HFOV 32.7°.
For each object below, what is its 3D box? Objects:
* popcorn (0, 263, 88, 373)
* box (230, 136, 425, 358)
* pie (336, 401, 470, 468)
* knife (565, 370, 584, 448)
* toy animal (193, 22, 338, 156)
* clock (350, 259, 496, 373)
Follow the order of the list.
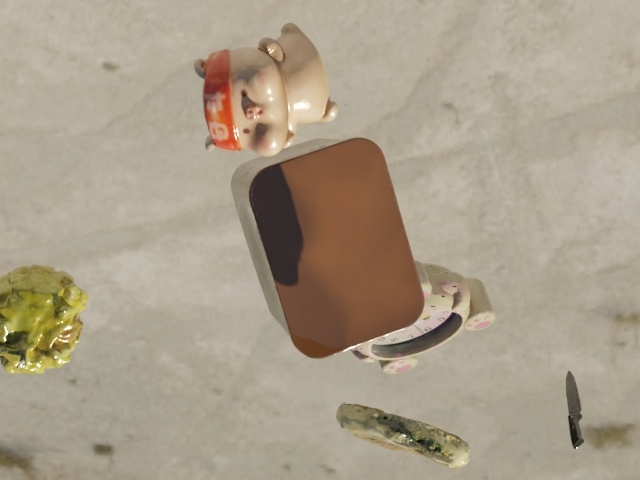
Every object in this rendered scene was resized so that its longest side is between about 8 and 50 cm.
[{"bbox_3d":[-0.629,0.176,2.394,0.249,0.225,0.249,-2,110,-6],"label":"popcorn"},{"bbox_3d":[0.000,0.000,1.905,0.239,0.339,0.229,-20,-167,-13],"label":"box"},{"bbox_3d":[0.121,0.298,1.681,0.218,0.052,0.185,21,169,-17],"label":"pie"},{"bbox_3d":[0.371,0.244,1.596,0.023,0.170,0.010,-25,115,20],"label":"knife"},{"bbox_3d":[-0.086,-0.213,1.570,0.197,0.171,0.171,-26,163,-27],"label":"toy animal"},{"bbox_3d":[0.176,0.151,2.205,0.284,0.114,0.309,-31,150,24],"label":"clock"}]
